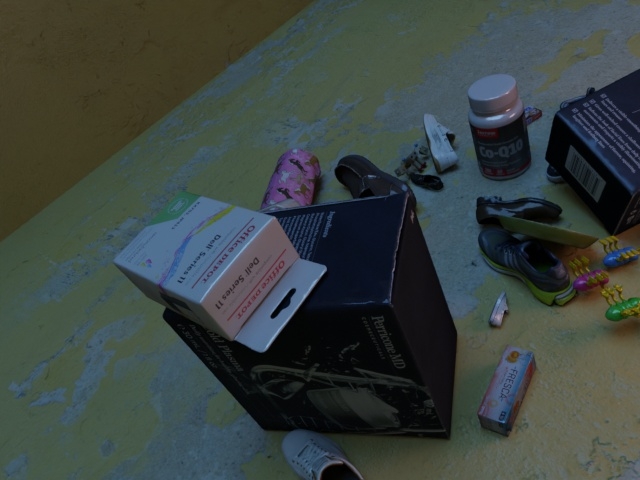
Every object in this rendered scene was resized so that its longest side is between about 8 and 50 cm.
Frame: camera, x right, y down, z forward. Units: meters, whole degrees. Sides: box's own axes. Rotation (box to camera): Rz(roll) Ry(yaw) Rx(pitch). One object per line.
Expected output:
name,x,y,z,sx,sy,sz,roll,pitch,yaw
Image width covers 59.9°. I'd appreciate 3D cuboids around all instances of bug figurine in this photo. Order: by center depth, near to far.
bug figurine,0.692,0.099,1.236,0.216,0.072,0.279,-15,33,-7

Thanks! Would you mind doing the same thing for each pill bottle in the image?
pill bottle,0.535,-0.339,1.670,0.161,0.283,0.161,-16,39,13

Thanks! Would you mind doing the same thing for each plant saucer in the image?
plant saucer,0.557,-0.019,1.377,0.240,0.241,0.037,18,96,42

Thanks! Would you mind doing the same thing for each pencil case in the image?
pencil case,-0.102,-0.161,1.934,0.160,0.167,0.386,-29,33,33

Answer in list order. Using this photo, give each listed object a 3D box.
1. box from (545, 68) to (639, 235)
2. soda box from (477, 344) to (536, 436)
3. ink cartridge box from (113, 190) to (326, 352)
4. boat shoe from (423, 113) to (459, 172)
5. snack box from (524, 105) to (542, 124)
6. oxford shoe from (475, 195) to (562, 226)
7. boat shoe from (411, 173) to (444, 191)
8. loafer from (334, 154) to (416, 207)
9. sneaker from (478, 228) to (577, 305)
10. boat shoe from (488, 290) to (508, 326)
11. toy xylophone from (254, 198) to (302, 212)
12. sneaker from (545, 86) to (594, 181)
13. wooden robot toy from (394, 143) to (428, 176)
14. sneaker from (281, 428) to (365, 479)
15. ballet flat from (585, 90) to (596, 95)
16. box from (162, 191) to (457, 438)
box,0.831,-0.252,1.392,0.395,0.212,0.294,-27,59,0
soda box,0.398,0.316,1.181,0.062,0.058,0.183,11,52,38
ink cartridge box,-0.187,0.042,1.007,0.353,0.119,0.207,16,58,39
boat shoe,0.416,-0.343,1.903,0.096,0.098,0.277,-16,48,13
snack box,0.658,-0.397,1.879,0.178,0.022,0.064,-32,37,-6
oxford shoe,0.546,-0.066,1.536,0.227,0.083,0.096,1,68,28
boat shoe,0.346,-0.198,1.816,0.049,0.042,0.133,-43,39,-16
loafer,0.149,-0.175,1.823,0.130,0.134,0.366,-38,39,-15
sneaker,0.509,0.035,1.388,0.111,0.121,0.300,-35,39,-12
boat shoe,0.440,0.168,1.352,0.035,0.035,0.100,25,53,14
toy xylophone,-0.206,-0.039,1.662,0.322,0.081,0.236,-18,7,31
sneaker,0.719,-0.308,1.593,0.269,0.153,0.101,-54,38,0
wooden robot toy,0.306,-0.259,1.905,0.173,0.076,0.079,-49,7,-33
sneaker,0.008,0.472,1.176,0.290,0.123,0.106,21,60,45
ballet flat,0.849,-0.369,1.687,0.096,0.095,0.281,-31,35,19
box,0.013,0.184,1.212,0.471,0.480,0.298,-7,43,23
